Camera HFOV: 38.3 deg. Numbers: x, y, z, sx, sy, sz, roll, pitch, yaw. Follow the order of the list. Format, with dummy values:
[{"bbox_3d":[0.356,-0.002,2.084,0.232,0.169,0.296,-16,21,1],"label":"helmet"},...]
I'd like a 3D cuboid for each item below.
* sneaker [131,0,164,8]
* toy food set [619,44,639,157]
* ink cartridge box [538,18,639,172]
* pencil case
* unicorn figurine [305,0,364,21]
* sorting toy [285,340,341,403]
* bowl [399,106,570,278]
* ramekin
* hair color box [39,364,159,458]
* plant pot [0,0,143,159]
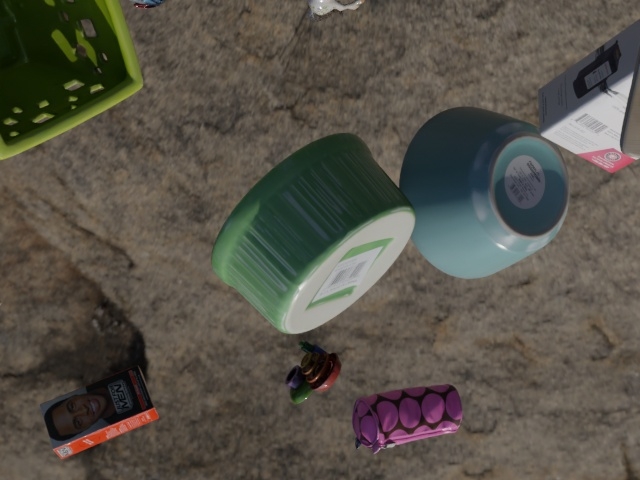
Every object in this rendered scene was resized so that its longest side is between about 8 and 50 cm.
[{"bbox_3d":[-0.224,-0.469,1.370,0.125,0.104,0.261,26,105,-20],"label":"sneaker"},{"bbox_3d":[0.323,-0.123,0.668,0.092,0.306,0.219,0,112,-13],"label":"toy food set"},{"bbox_3d":[0.486,-0.224,1.438,0.172,0.100,0.237,22,146,-26],"label":"ink cartridge box"},{"bbox_3d":[0.158,0.313,1.630,0.209,0.098,0.095,-6,136,-31],"label":"pencil case"},{"bbox_3d":[0.012,-0.354,1.227,0.111,0.060,0.161,-17,137,-22],"label":"unicorn figurine"},{"bbox_3d":[-0.016,0.146,1.056,0.042,0.061,0.102,36,144,-16],"label":"sorting toy"},{"bbox_3d":[0.308,-0.087,1.589,0.311,0.311,0.163,45,159,-22],"label":"bowl"},{"bbox_3d":[0.000,0.000,1.383,0.148,0.303,0.303,47,122,19],"label":"ramekin"},{"bbox_3d":[-0.300,0.233,1.254,0.141,0.072,0.043,-22,151,-11],"label":"hair color box"},{"bbox_3d":[-0.387,-0.248,1.112,0.207,0.227,0.228,10,126,42],"label":"plant pot"}]
